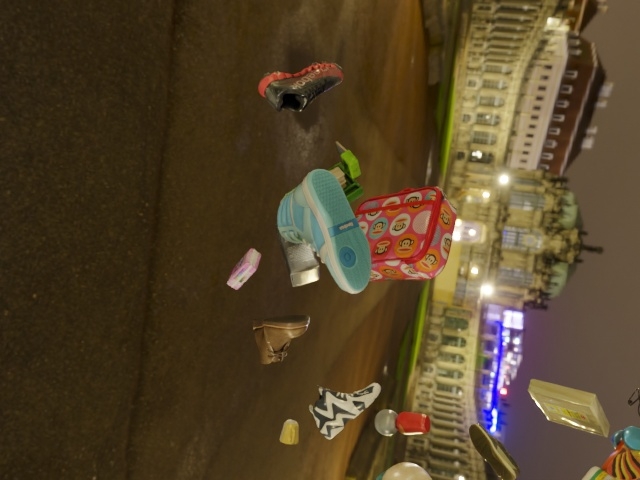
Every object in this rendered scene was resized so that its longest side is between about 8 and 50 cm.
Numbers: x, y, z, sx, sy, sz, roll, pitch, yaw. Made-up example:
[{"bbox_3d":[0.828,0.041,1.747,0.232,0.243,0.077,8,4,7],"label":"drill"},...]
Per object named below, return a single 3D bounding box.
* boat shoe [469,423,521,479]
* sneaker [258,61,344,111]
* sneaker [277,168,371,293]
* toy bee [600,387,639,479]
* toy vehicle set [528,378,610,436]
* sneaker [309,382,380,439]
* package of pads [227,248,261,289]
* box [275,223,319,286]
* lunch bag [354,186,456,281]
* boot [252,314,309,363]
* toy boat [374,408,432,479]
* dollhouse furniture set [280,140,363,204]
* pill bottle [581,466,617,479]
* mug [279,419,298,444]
[{"bbox_3d":[0.620,0.748,2.052,0.073,0.223,0.080,-12,143,-38],"label":"boat shoe"},{"bbox_3d":[-0.044,-0.460,1.759,0.097,0.276,0.135,104,-36,-58],"label":"sneaker"},{"bbox_3d":[0.000,0.000,1.467,0.127,0.208,0.319,-11,78,-41],"label":"sneaker"},{"bbox_3d":[1.002,0.632,1.779,0.298,0.162,0.195,-59,163,-2],"label":"toy bee"},{"bbox_3d":[0.696,0.468,1.608,0.267,0.166,0.035,47,60,-44],"label":"toy vehicle set"},{"bbox_3d":[0.065,0.493,1.817,0.235,0.153,0.094,-39,166,-11],"label":"sneaker"},{"bbox_3d":[-0.158,0.059,1.198,0.083,0.032,0.050,-45,-162,35],"label":"package of pads"},{"bbox_3d":[-0.082,0.042,2.092,0.153,0.108,0.207,91,-18,-70],"label":"box"},{"bbox_3d":[0.208,-0.027,1.501,0.120,0.293,0.258,37,61,-34],"label":"lunch bag"},{"bbox_3d":[-0.094,0.238,1.391,0.305,0.112,0.115,147,-58,-69],"label":"boot"},{"bbox_3d":[0.201,0.592,1.458,0.267,0.148,0.318,34,55,-50],"label":"toy boat"},{"bbox_3d":[-0.024,-0.183,1.954,0.301,0.151,0.197,-33,147,-9],"label":"dollhouse furniture set"},{"bbox_3d":[0.780,0.700,1.498,0.118,0.208,0.117,-25,131,-32],"label":"pill bottle"},{"bbox_3d":[-0.092,0.617,1.858,0.062,0.078,0.064,8,91,-46],"label":"mug"}]
